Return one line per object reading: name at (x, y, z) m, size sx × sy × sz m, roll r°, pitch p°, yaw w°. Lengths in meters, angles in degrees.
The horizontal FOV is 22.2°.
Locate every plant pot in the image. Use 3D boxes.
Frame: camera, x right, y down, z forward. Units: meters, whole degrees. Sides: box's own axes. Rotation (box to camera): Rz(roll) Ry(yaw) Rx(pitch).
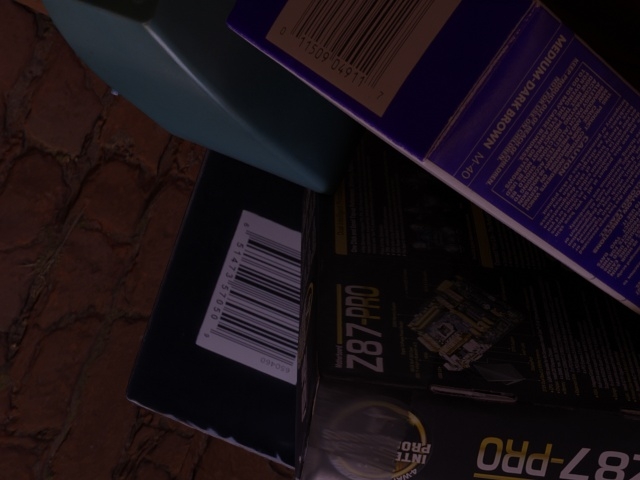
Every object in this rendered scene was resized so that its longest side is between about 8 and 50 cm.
plant pot at (-0.074, -0.161, 1.120) m, size 0.165 × 0.166 × 0.234 m, roll 22°, pitch 177°, yaw 31°

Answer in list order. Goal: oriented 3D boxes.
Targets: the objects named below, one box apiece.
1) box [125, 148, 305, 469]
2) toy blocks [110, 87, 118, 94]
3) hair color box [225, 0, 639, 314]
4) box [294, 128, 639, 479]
box at (0.000, 0.000, 1.584) m, size 0.212 × 0.294 × 0.395 m, roll 22°, pitch -160°, yaw 4°
toy blocks at (-0.133, -0.190, 1.507) m, size 0.054 × 0.148 × 0.123 m, roll 23°, pitch 180°, yaw 42°
hair color box at (0.122, -0.065, 0.976) m, size 0.185 × 0.110 × 0.339 m, roll 39°, pitch -175°, yaw 41°
box at (0.145, 0.045, 1.164) m, size 0.318 × 0.097 × 0.395 m, roll 9°, pitch -153°, yaw -5°
